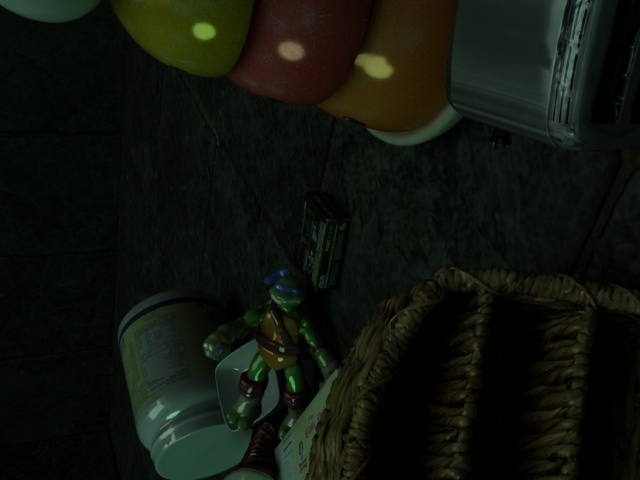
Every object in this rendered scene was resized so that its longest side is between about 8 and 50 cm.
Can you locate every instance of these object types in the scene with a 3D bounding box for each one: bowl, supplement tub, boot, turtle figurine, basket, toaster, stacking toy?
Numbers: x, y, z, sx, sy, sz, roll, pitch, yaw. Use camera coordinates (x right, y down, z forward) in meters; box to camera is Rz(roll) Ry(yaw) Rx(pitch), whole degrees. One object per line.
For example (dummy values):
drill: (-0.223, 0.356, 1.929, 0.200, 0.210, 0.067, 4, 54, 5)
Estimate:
bowl: (-0.117, 0.262, 1.345, 0.142, 0.053, 0.142, -36, 55, 26)
supplement tub: (-0.266, 0.286, 1.502, 0.235, 0.235, 0.325, 110, 146, -42)
boot: (-0.099, 0.361, 1.256, 0.244, 0.088, 0.176, 113, -179, -62)
turtle figurine: (-0.073, 0.204, 1.118, 0.275, 0.197, 0.266, -121, 32, -51)
basket: (0.124, 0.170, 0.559, 0.223, 0.213, 0.299, -30, 41, 63)
toaster: (0.187, -0.159, 0.569, 0.146, 0.129, 0.227, 41, 129, 54)
stacking toy: (-0.085, -0.266, 0.722, 0.350, 0.479, 0.351, 176, 90, -66)

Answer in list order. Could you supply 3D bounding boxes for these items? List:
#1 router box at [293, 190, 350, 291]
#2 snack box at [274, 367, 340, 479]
router box: (0.000, 0.000, 1.110, 0.092, 0.038, 0.122, -128, 40, -51)
snack box: (0.013, 0.323, 1.019, 0.322, 0.060, 0.187, 118, 148, -52)
